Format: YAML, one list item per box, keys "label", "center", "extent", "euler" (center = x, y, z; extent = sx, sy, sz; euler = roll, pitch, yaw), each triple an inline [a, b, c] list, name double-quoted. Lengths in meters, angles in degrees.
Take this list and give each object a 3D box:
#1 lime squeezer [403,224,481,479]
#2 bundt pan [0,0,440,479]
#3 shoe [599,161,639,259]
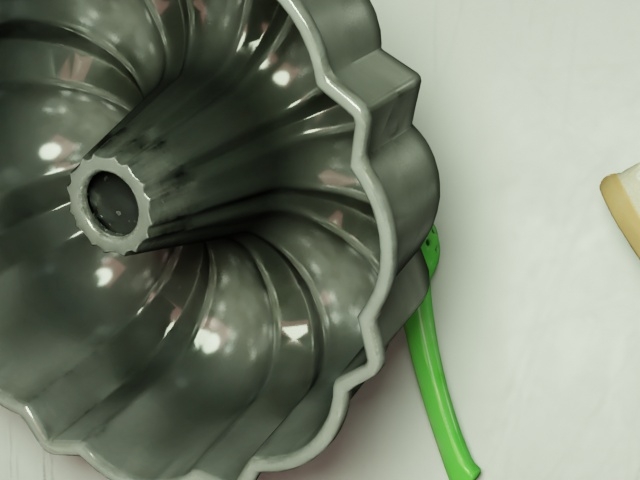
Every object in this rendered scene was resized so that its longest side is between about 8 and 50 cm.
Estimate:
- label: "lime squeezer"
  center: [0.000, 0.000, 1.043]
  extent: [0.310, 0.059, 0.110]
  euler: [41, 125, 13]
- label: "bundt pan"
  center: [-0.075, -0.036, 0.964]
  extent: [0.331, 0.124, 0.330]
  euler: [13, 115, 29]
- label: "shoe"
  center: [0.224, 0.048, 0.967]
  extent: [0.058, 0.076, 0.219]
  euler: [-30, 76, 12]
